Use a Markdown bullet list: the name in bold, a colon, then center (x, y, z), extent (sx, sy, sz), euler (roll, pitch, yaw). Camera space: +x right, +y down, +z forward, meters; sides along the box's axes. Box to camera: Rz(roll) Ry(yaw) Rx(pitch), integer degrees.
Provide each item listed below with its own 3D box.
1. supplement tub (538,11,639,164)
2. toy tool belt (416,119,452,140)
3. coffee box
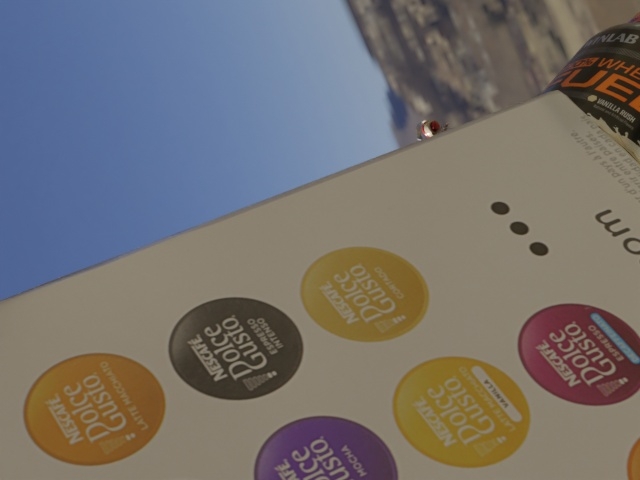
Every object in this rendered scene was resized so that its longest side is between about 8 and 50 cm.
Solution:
- **supplement tub**: center (0.188, -0.060, 0.933), extent (0.117, 0.190, 0.117), euler (30, 148, 21)
- **toy tool belt**: center (0.148, -0.109, 1.697), extent (0.052, 0.051, 0.083), euler (9, -117, -40)
- **coffee box**: center (0.043, 0.206, 0.624), extent (0.338, 0.334, 0.338), euler (51, 151, 35)
